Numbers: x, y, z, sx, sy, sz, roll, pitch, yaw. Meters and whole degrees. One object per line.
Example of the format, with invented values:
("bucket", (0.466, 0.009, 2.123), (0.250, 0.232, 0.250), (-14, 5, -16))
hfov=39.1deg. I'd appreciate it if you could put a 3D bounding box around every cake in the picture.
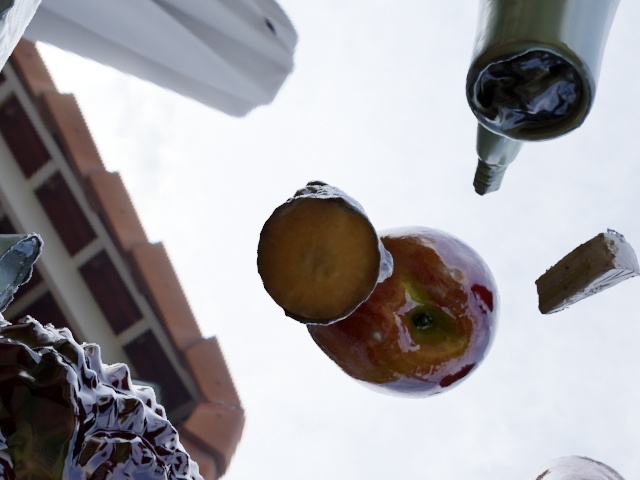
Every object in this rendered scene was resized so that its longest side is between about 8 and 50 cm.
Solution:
("cake", (0.283, 0.037, 0.992), (0.121, 0.065, 0.052), (-29, -119, 28))

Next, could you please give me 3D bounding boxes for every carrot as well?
("carrot", (0.296, 0.329, 1.048), (0.159, 0.225, 0.159), (-4, -105, 16))
("carrot", (0.000, 0.000, 0.758), (0.102, 0.101, 0.263), (-61, -178, 5))

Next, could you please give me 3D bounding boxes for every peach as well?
("peach", (0.092, 0.082, 1.060), (0.243, 0.243, 0.200), (5, -82, 45))

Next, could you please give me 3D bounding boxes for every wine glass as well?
("wine glass", (-0.384, -0.006, 0.893), (0.122, 0.183, 0.122), (-56, 179, -1))

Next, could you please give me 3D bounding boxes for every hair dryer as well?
("hair dryer", (0.119, -0.108, 0.509), (0.118, 0.296, 0.298), (13, -61, 10))

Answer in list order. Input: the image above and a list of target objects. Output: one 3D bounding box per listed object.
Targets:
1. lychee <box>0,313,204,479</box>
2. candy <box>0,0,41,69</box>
("lychee", (-0.274, 0.259, 0.696), (0.500, 0.424, 0.425), (-18, -120, 51))
("candy", (-0.325, -0.272, 0.502), (0.186, 0.426, 0.386), (-118, -139, -62))
